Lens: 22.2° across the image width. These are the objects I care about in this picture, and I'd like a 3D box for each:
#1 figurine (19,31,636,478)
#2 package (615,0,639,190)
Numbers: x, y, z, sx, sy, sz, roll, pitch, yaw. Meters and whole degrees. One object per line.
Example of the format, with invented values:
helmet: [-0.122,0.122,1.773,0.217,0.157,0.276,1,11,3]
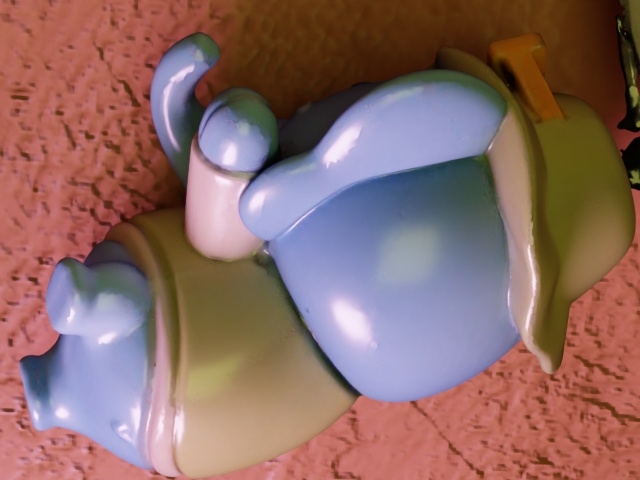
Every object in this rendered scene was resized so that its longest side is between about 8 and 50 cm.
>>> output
figurine: [0.001,0.004,0.675,0.262,0.154,0.180,-12,117,-11]
package: [0.202,-0.137,0.720,0.194,0.071,0.269,-6,86,-19]
